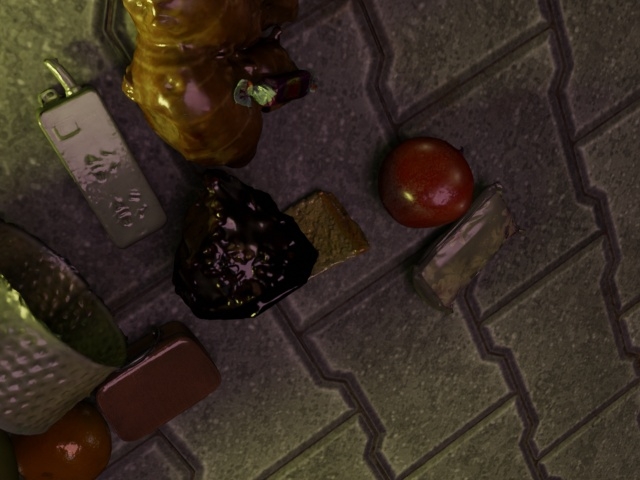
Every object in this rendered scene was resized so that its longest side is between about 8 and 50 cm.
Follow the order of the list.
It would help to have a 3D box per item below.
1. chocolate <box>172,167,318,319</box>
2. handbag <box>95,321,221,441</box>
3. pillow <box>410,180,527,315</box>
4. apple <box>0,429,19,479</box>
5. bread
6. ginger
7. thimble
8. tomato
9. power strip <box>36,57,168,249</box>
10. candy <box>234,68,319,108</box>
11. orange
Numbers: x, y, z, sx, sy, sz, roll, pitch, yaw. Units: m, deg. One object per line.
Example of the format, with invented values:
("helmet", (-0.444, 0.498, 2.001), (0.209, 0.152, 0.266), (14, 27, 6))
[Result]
("chocolate", (-0.148, -0.017, 1.022), (0.206, 0.224, 0.177), (-33, 126, -13))
("handbag", (-0.277, 0.230, 1.165), (0.193, 0.072, 0.151), (-29, 121, -10))
("pillow", (0.279, 0.018, 1.348), (0.255, 0.059, 0.169), (-46, 123, -3))
("apple", (-0.619, 0.319, 0.825), (0.473, 0.473, 0.473), (-10, 115, -22))
("bread", (0.000, 0.000, 1.157), (0.147, 0.152, 0.127), (-29, 113, -10))
("ginger", (-0.146, -0.253, 0.977), (0.274, 0.152, 0.357), (-32, 131, -45))
("thimble", (-0.406, 0.112, 0.938), (0.150, 0.271, 0.271), (-42, 123, -1))
("tomato", (0.177, -0.095, 1.192), (0.167, 0.167, 0.167), (-10, 115, -22))
("power strip", (-0.322, -0.124, 1.000), (0.093, 0.053, 0.288), (-30, 122, -11))
("candy", (-0.051, -0.211, 0.956), (0.175, 0.043, 0.045), (-28, 137, -48))
("orange", (-0.410, 0.320, 1.106), (0.156, 0.124, 0.156), (1, 125, 2))
